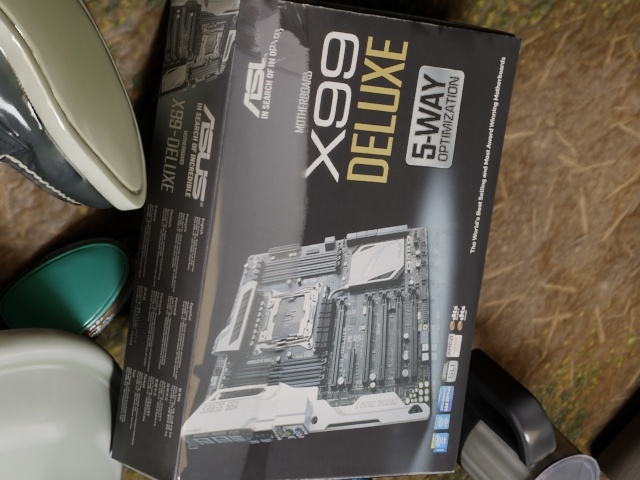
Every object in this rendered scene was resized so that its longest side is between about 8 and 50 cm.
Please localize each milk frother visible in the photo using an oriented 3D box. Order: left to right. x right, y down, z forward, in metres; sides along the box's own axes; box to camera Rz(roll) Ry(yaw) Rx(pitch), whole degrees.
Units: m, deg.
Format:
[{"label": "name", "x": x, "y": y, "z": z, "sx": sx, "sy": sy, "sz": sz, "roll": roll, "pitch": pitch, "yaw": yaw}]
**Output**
[{"label": "milk frother", "x": 0.119, "y": 0.174, "z": 1.493, "sx": 0.143, "sy": 0.135, "sz": 0.129, "roll": -42, "pitch": 138, "yaw": -4}]

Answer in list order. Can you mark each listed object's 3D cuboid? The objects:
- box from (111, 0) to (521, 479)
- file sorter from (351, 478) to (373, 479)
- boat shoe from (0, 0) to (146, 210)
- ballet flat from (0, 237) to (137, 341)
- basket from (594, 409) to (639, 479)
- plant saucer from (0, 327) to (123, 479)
[{"label": "box", "x": 0.000, "y": 0.000, "z": 1.227, "sx": 0.242, "sy": 0.076, "sz": 0.307, "roll": 4, "pitch": 97, "yaw": -41}, {"label": "file sorter", "x": -0.008, "y": 0.234, "z": 1.414, "sx": 0.104, "sy": 0.170, "sz": 0.118, "roll": 25, "pitch": 105, "yaw": -43}, {"label": "boat shoe", "x": -0.207, "y": -0.112, "z": 1.024, "sx": 0.113, "sy": 0.127, "sz": 0.340, "roll": -19, "pitch": 149, "yaw": 14}, {"label": "ballet flat", "x": -0.194, "y": 0.070, "z": 1.221, "sx": 0.188, "sy": 0.070, "sz": 0.070, "roll": -38, "pitch": 138, "yaw": -7}, {"label": "basket", "x": 0.370, "y": 0.169, "z": 1.690, "sx": 0.227, "sy": 0.154, "sz": 0.204, "roll": -42, "pitch": 138, "yaw": 1}, {"label": "plant saucer", "x": -0.259, "y": 0.230, "z": 1.171, "sx": 0.400, "sy": 0.100, "sz": 0.400, "roll": -36, "pitch": 156, "yaw": -18}]
